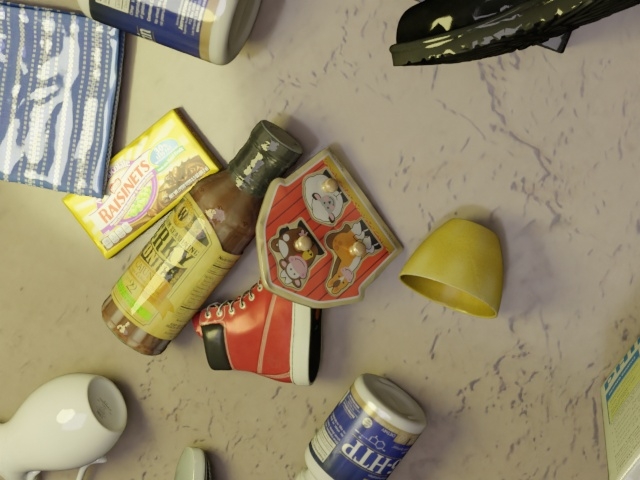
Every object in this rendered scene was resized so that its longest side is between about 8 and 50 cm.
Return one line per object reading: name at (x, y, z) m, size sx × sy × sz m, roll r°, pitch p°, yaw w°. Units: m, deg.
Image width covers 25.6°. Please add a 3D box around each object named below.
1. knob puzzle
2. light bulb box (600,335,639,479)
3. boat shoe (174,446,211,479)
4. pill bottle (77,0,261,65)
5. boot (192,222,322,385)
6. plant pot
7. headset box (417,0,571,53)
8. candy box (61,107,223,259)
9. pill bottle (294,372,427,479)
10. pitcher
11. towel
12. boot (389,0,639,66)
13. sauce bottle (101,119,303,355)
knob puzzle at (0.000, 0.000, 1.774) m, size 0.030 × 0.213 × 0.213 m, roll -17°, pitch 99°, yaw 58°
light bulb box at (0.515, 0.155, 1.610) m, size 0.225 × 0.361 × 0.358 m, roll 36°, pitch 105°, yaw 1°
boat shoe at (-0.163, 0.390, 1.942) m, size 0.070 × 0.078 × 0.219 m, roll -1°, pitch 99°, yaw -24°
pill bottle at (-0.214, -0.331, 1.768) m, size 0.265 × 0.153 × 0.153 m, roll 21°, pitch 104°, yaw 7°
boot at (-0.084, 0.063, 1.856) m, size 0.176 × 0.088 × 0.244 m, roll 8°, pitch 102°, yaw 15°
plant pot at (0.179, 0.029, 1.783) m, size 0.134 × 0.134 × 0.095 m, roll 22°, pitch 79°, yaw 6°
headset box at (0.227, -0.398, 1.680) m, size 0.246 × 0.131 × 0.283 m, roll 22°, pitch 103°, yaw 6°
candy box at (-0.240, -0.075, 1.887) m, size 0.206 × 0.027 × 0.105 m, roll -38°, pitch 88°, yaw 15°
pill bottle at (0.045, 0.278, 1.853) m, size 0.112 × 0.112 × 0.186 m, roll 35°, pitch 105°, yaw 3°
pitcher at (-0.354, 0.280, 1.939) m, size 0.207 × 0.125 × 0.178 m, roll -27°, pitch 115°, yaw 25°
towel at (-0.433, -0.201, 1.882) m, size 0.336 × 0.040 × 0.243 m, roll 11°, pitch 100°, yaw 12°
boot at (0.207, -0.349, 1.553) m, size 0.348 × 0.131 × 0.260 m, roll -18°, pitch 84°, yaw 29°
sauce bottle at (-0.153, -0.006, 1.841) m, size 0.111 × 0.111 × 0.344 m, roll 38°, pitch 104°, yaw 2°
